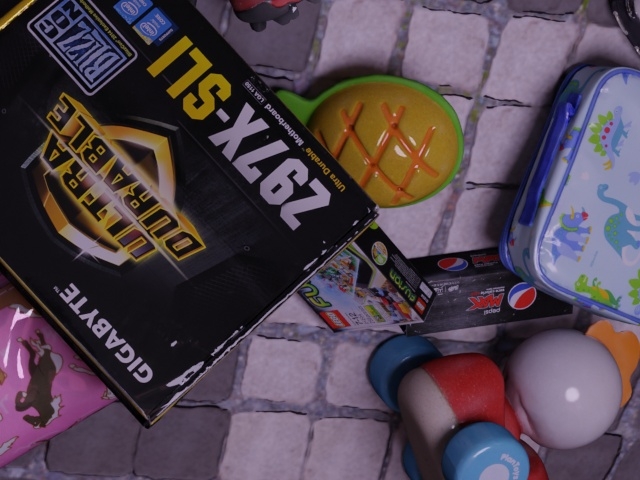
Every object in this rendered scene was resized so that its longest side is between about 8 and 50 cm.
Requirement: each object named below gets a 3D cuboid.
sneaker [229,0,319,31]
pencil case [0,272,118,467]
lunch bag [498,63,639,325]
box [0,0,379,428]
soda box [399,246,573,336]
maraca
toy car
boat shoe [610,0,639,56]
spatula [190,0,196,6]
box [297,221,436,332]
[{"bbox_3d":[-0.005,-0.305,1.621,0.135,0.097,0.276,32,100,-27],"label":"sneaker"},{"bbox_3d":[-0.318,0.124,1.695,0.386,0.160,0.167,-30,85,-1],"label":"pencil case"},{"bbox_3d":[0.269,-0.043,1.803,0.176,0.090,0.219,21,87,-23],"label":"lunch bag"},{"bbox_3d":[-0.152,-0.051,1.596,0.257,0.079,0.322,-42,89,-12],"label":"box"},{"bbox_3d":[0.151,0.044,1.858,0.169,0.053,0.060,-7,117,-14],"label":"soda box"},{"bbox_3d":[0.034,-0.086,1.741,0.186,0.099,0.127,-1,113,12],"label":"maraca"},{"bbox_3d":[0.205,0.169,1.843,0.238,0.219,0.210,-26,119,-8],"label":"toy car"},{"bbox_3d":[0.307,-0.180,1.810,0.125,0.038,0.046,47,53,-34],"label":"boat shoe"},{"bbox_3d":[-0.134,-0.128,1.702,0.084,0.030,0.296,5,113,-11],"label":"spatula"},{"bbox_3d":[0.000,0.000,1.761,0.207,0.114,0.036,48,52,-29],"label":"box"}]
